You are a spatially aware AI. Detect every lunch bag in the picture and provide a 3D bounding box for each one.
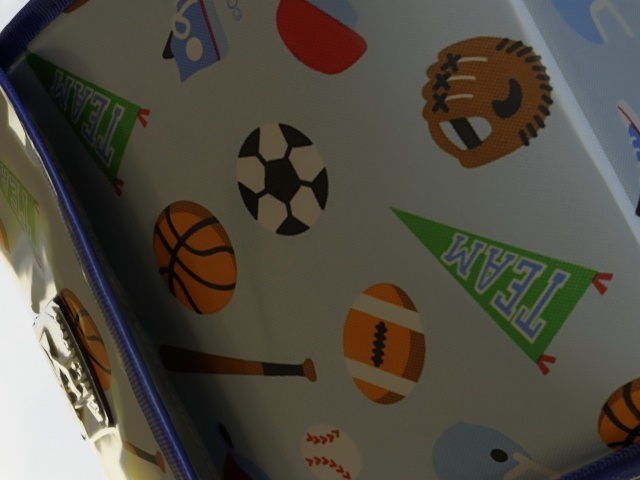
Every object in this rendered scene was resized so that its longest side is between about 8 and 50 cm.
[{"bbox_3d":[0.000,0.000,0.873,0.385,0.239,0.328,-30,-96,38],"label":"lunch bag"}]
